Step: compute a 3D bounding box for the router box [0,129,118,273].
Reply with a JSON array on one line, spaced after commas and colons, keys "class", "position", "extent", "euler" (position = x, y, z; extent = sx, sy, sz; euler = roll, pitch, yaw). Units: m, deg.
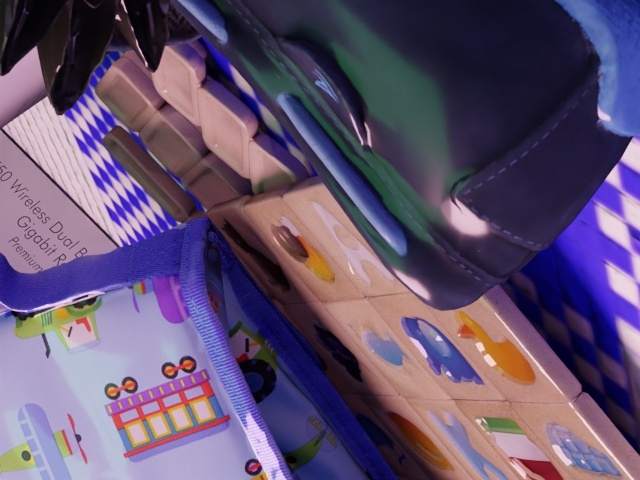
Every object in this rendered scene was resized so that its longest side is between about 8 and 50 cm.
[{"class": "router box", "position": [-0.330, 0.028, 1.329], "extent": [0.335, 0.301, 0.082], "euler": [42, 160, 28]}]

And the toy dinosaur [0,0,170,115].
[{"class": "toy dinosaur", "position": [-0.140, -0.155, 0.509], "extent": [0.218, 0.164, 0.322], "euler": [51, 133, 30]}]

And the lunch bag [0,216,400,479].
[{"class": "lunch bag", "position": [-0.095, 0.131, 0.941], "extent": [0.293, 0.221, 0.138], "euler": [60, -155, -25]}]

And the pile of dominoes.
[{"class": "pile of dominoes", "position": [0.000, 0.000, 0.919], "extent": [0.251, 0.040, 0.196], "euler": [46, 163, -5]}]

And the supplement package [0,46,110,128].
[{"class": "supplement package", "position": [-0.240, -0.096, 0.874], "extent": [0.177, 0.293, 0.175], "euler": [53, 163, -2]}]

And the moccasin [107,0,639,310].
[{"class": "moccasin", "position": [-0.054, -0.108, 0.601], "extent": [0.342, 0.117, 0.138], "euler": [42, -162, 33]}]

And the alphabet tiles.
[{"class": "alphabet tiles", "position": [0.085, 0.108, 0.867], "extent": [0.342, 0.011, 0.285], "euler": [50, 164, -10]}]
